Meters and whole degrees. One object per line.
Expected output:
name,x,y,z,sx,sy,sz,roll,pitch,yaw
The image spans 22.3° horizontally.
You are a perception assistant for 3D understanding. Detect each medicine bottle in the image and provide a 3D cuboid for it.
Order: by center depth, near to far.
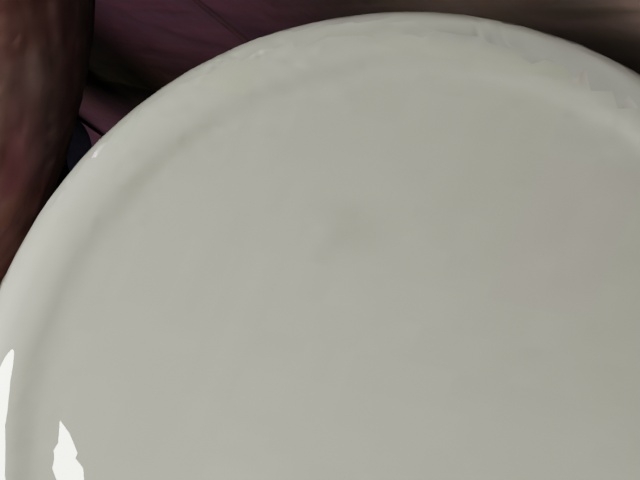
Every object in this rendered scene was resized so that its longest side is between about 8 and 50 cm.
medicine bottle,0.016,0.063,0.473,0.208,0.208,0.340,35,174,4

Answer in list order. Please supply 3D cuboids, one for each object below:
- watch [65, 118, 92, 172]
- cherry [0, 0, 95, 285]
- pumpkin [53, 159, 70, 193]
watch,-0.308,-0.058,1.344,0.211,0.211,0.193,35,156,-3
cherry,-0.174,-0.045,0.390,0.221,0.307,0.261,5,-151,-29
pumpkin,-0.342,-0.045,0.915,0.454,0.344,0.454,49,-172,-9
